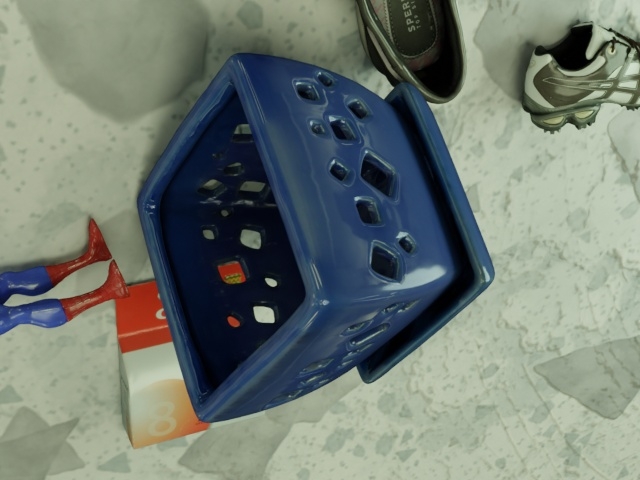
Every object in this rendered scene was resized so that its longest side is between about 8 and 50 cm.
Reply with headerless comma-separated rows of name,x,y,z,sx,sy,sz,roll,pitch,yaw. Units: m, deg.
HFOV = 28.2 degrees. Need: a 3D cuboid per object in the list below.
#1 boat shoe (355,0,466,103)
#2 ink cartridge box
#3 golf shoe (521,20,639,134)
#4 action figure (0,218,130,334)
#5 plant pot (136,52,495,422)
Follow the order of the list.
boat shoe,0.059,-0.258,1.052,0.112,0.095,0.335,-28,131,-7
ink cartridge box,-0.125,0.114,1.260,0.145,0.045,0.179,-12,130,-20
golf shoe,0.291,-0.174,1.246,0.198,0.077,0.093,-21,129,-14
action figure,-0.318,0.045,1.081,0.280,0.091,0.139,-26,137,-10
plant pot,0.000,0.000,1.081,0.212,0.236,0.236,-2,151,-34
